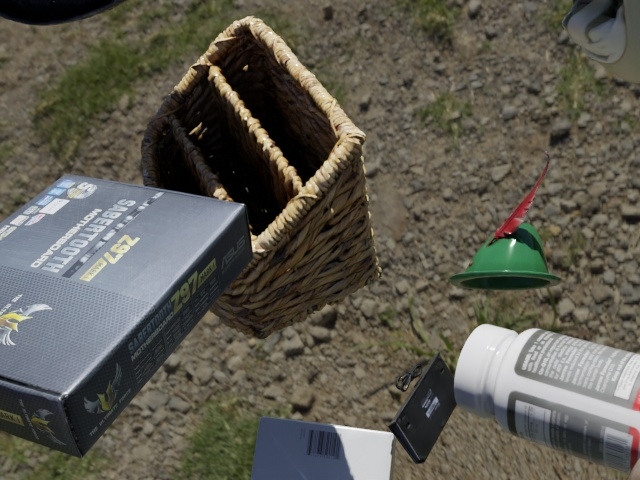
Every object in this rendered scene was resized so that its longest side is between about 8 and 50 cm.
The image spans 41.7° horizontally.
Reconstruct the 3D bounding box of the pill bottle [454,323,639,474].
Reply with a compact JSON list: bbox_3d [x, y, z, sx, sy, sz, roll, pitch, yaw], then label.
[{"bbox_3d":[0.347,0.216,1.187,0.283,0.161,0.161,13,66,34],"label":"pill bottle"}]

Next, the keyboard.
[{"bbox_3d":[0.149,0.233,1.235,0.023,0.108,0.180,-24,12,37],"label":"keyboard"}]

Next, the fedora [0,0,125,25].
[{"bbox_3d":[-0.276,-0.382,0.796,0.334,0.152,0.334,-1,83,10],"label":"fedora"}]

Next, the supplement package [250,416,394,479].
[{"bbox_3d":[0.009,0.387,1.304,0.199,0.262,0.198,6,76,8],"label":"supplement package"}]

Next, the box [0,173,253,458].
[{"bbox_3d":[-0.183,0.038,0.625,0.183,0.059,0.232,12,38,23],"label":"box"}]

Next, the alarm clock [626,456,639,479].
[{"bbox_3d":[0.228,0.140,0.448,0.129,0.064,0.192,19,85,-11],"label":"alarm clock"}]

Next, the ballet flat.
[{"bbox_3d":[0.252,-0.232,0.770,0.086,0.248,0.086,-15,40,13],"label":"ballet flat"}]

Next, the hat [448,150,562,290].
[{"bbox_3d":[0.312,-0.020,1.375,0.208,0.173,0.183,-7,76,39],"label":"hat"}]

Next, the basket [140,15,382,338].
[{"bbox_3d":[-0.092,-0.072,0.936,0.213,0.223,0.299,-24,48,-11],"label":"basket"}]
